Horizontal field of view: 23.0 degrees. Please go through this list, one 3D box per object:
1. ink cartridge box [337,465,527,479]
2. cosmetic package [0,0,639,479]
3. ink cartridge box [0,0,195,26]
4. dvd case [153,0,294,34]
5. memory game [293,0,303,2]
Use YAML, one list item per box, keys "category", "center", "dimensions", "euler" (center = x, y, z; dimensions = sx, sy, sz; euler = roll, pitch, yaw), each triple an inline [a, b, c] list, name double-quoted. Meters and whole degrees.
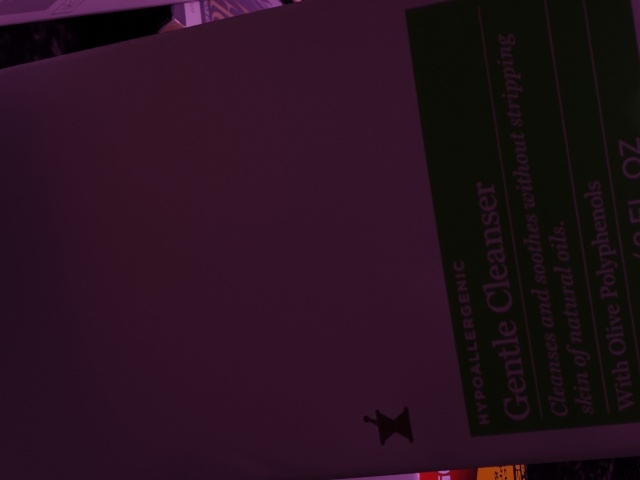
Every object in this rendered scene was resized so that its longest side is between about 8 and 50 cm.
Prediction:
- category: "ink cartridge box"
  center: [0.066, 0.251, 1.021]
  dimensions: [0.272, 0.130, 0.309]
  euler: [12, 72, -64]
- category: "cosmetic package"
  center: [0.000, 0.000, 0.684]
  dimensions: [0.155, 0.366, 0.196]
  euler: [-10, 90, -66]
- category: "ink cartridge box"
  center: [-0.159, -0.230, 0.764]
  dimensions: [0.261, 0.066, 0.296]
  euler: [55, 27, 6]
- category: "dvd case"
  center: [-0.018, -0.115, 0.946]
  dimensions: [0.221, 0.018, 0.164]
  euler: [35, 29, -34]
- category: "memory game"
  center: [0.000, -0.175, 1.033]
  dimensions: [0.186, 0.012, 0.186]
  euler: [43, 19, -19]
